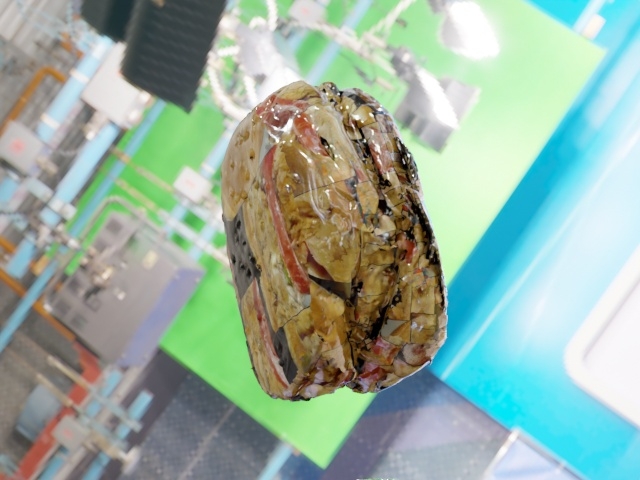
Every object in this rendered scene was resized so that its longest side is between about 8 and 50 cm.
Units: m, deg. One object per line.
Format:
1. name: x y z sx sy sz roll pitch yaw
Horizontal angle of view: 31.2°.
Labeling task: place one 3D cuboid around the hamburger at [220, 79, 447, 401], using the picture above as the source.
1. hamburger: 0.000 0.000 0.792 0.106 0.231 0.231 -9 -34 -18

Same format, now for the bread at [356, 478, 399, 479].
1. bread: 0.028 0.345 1.229 0.228 0.033 0.228 -12 -54 -16
